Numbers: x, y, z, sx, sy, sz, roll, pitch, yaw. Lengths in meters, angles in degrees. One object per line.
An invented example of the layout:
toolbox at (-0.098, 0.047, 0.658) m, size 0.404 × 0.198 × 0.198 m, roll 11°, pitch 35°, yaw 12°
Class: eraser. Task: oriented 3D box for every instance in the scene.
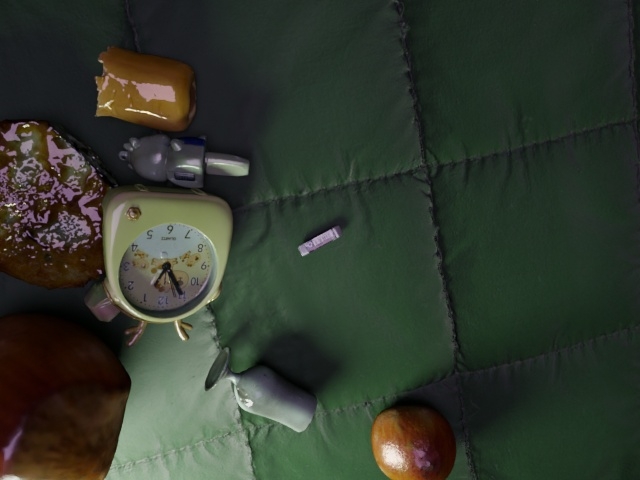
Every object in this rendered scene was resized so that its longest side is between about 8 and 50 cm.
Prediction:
eraser at (0.000, 0.000, 1.135) m, size 0.099 × 0.019 × 0.027 m, roll -29°, pitch 92°, yaw -1°

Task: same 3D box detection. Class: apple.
apple at (0.215, 0.460, 1.217) m, size 0.195 × 0.160 × 0.173 m, roll 6°, pitch 80°, yaw -16°

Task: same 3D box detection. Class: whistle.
whistle at (-0.257, -0.153, 1.020) m, size 0.245 × 0.092 × 0.110 m, roll 3°, pitch 146°, yaw -6°

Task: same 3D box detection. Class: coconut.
coconut at (-0.422, 0.112, 1.068) m, size 0.083 × 0.082 × 0.081 m, roll 11°, pitch 134°, yaw 30°

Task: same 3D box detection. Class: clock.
clock at (-0.301, 0.051, 1.030) m, size 0.235 × 0.096 × 0.307 m, roll 2°, pitch 104°, yaw -33°

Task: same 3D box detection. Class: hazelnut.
hazelnut at (-0.531, 0.319, 0.987) m, size 0.366 × 0.366 × 0.365 m, roll -2°, pitch 103°, yaw -8°

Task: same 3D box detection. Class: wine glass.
wine glass at (-0.122, 0.322, 1.148) m, size 0.231 × 0.103 × 0.103 m, roll 31°, pitch 97°, yaw -16°

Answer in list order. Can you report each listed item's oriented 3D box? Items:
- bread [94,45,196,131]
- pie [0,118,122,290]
bread at (-0.316, -0.275, 0.988) m, size 0.173 × 0.085 × 0.134 m, roll 8°, pitch 102°, yaw -10°
pie at (-0.532, -0.064, 0.996) m, size 0.288 × 0.103 × 0.354 m, roll -43°, pitch 113°, yaw 2°
